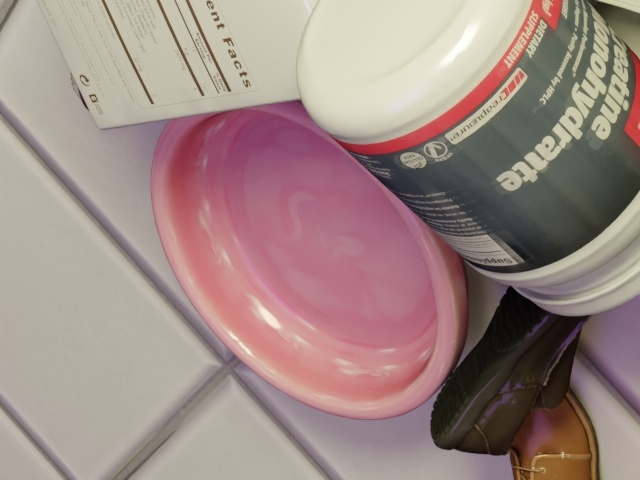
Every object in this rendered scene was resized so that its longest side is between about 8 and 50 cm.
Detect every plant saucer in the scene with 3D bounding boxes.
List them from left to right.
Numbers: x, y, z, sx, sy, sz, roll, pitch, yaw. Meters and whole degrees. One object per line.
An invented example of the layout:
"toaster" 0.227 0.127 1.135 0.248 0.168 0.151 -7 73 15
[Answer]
"plant saucer" 0.000 0.000 1.698 0.332 0.084 0.332 25 136 28

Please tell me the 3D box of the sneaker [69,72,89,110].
"sneaker" -0.168 -0.168 1.735 0.084 0.069 0.185 41 141 19

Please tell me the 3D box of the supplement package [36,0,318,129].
"supplement package" -0.063 -0.213 1.513 0.293 0.177 0.175 -5 116 45

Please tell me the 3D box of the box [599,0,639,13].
"box" 0.247 -0.191 1.328 0.324 0.063 0.067 21 134 31

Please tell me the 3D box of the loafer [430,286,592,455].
"loafer" 0.175 0.095 1.597 0.078 0.080 0.220 24 123 -19

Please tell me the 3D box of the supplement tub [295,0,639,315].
"supplement tub" 0.131 -0.087 1.355 0.191 0.191 0.272 -5 144 45

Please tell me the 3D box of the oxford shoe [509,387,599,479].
"oxford shoe" 0.195 0.194 1.673 0.076 0.076 0.212 -2 116 47
